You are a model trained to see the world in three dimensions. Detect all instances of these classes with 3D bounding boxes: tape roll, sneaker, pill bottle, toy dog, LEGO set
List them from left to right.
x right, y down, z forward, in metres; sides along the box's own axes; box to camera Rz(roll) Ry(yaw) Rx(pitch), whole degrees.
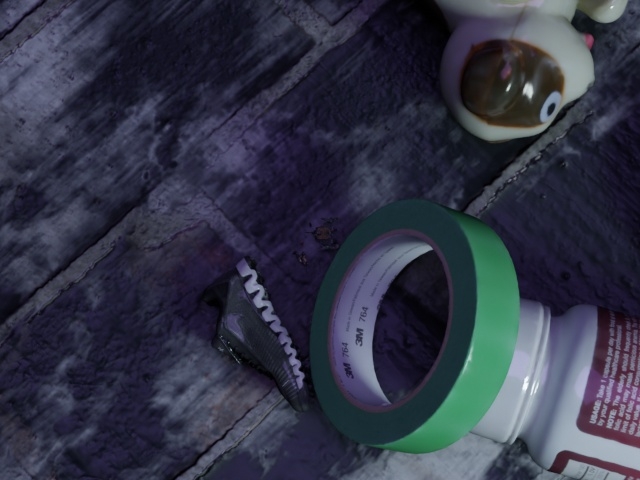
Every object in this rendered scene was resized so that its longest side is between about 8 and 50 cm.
[{"bbox_3d":[-0.091,0.142,1.673,0.106,0.078,0.234,-27,72,-2],"label":"sneaker"},{"bbox_3d":[-0.002,-0.001,1.737,0.083,0.023,0.054,-30,74,7],"label":"LEGO set"},{"bbox_3d":[0.112,0.109,1.563,0.077,0.321,0.321,17,72,-36],"label":"tape roll"},{"bbox_3d":[0.238,-0.341,1.686,0.395,0.284,0.407,-14,77,-1],"label":"toy dog"},{"bbox_3d":[0.397,0.210,1.563,0.392,0.224,0.224,16,77,5],"label":"pill bottle"}]
